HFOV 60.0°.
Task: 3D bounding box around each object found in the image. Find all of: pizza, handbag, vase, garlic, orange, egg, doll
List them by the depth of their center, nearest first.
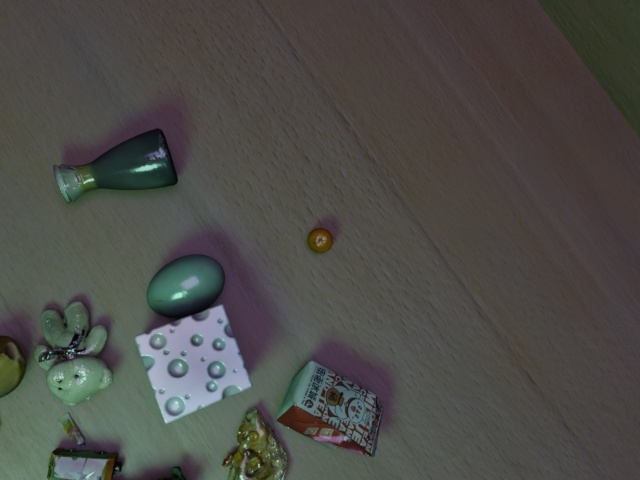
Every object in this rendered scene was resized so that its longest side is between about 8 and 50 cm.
[{"bbox_3d":[-0.930,0.342,1.410,0.339,0.196,0.151,-16,67,-14],"label":"garlic"},{"bbox_3d":[-0.687,0.301,1.512,0.175,0.149,0.278,-29,71,14],"label":"doll"},{"bbox_3d":[-0.185,0.636,1.589,0.189,0.071,0.296,15,75,-10],"label":"pizza"},{"bbox_3d":[-0.387,0.132,1.597,0.231,0.168,0.168,-28,86,-12],"label":"egg"},{"bbox_3d":[0.043,0.504,1.613,0.298,0.151,0.171,31,47,-7],"label":"handbag"},{"bbox_3d":[-0.599,-0.210,1.630,0.321,0.173,0.173,-16,82,-11],"label":"vase"},{"bbox_3d":[-0.001,0.000,1.768,0.084,0.083,0.083,3,77,-13],"label":"orange"}]

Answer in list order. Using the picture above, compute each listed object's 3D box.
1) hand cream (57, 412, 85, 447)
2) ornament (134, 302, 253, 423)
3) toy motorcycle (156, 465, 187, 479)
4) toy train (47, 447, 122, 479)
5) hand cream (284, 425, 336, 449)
[{"bbox_3d":[-0.680,0.524,1.518,0.035,0.022,0.102,-37,84,-13],"label":"hand cream"},{"bbox_3d":[-0.349,0.333,1.526,0.240,0.239,0.239,-20,84,-17],"label":"ornament"},{"bbox_3d":[-0.465,0.682,1.471,0.275,0.187,0.124,-9,81,4],"label":"toy motorcycle"},{"bbox_3d":[-0.627,0.598,1.474,0.188,0.099,0.072,9,76,-11],"label":"toy train"},{"bbox_3d":[-0.010,0.566,1.661,0.186,0.054,0.087,31,67,2],"label":"hand cream"}]
